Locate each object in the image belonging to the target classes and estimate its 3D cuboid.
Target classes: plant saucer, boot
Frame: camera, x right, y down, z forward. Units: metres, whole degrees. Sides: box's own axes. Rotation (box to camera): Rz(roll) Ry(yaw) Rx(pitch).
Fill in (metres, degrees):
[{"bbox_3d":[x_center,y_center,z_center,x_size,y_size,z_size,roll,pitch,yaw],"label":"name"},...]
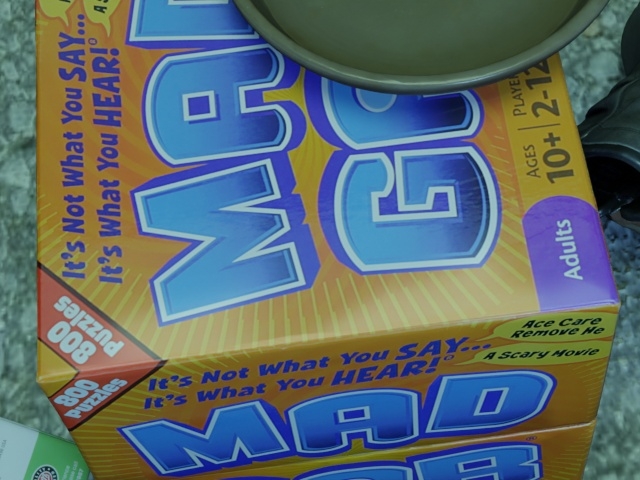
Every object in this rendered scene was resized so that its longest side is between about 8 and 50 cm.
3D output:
[{"bbox_3d":[0.069,-0.205,0.952,0.278,0.041,0.278,-3,60,4],"label":"plant saucer"},{"bbox_3d":[0.264,-0.116,1.163,0.223,0.338,0.118,-39,95,-4],"label":"boot"}]

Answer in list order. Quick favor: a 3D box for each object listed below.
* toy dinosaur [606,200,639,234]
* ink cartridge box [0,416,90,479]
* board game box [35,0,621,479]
[{"bbox_3d":[0.388,-0.058,1.149,0.200,0.295,0.127,30,29,-21],"label":"toy dinosaur"},{"bbox_3d":[-0.304,0.204,1.068,0.219,0.092,0.160,23,66,-15],"label":"ink cartridge box"},{"bbox_3d":[0.000,0.000,1.069,0.357,0.356,0.356,-8,60,0],"label":"board game box"}]
